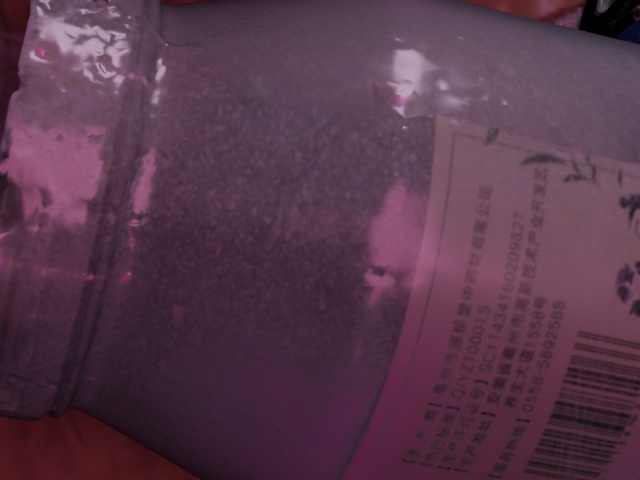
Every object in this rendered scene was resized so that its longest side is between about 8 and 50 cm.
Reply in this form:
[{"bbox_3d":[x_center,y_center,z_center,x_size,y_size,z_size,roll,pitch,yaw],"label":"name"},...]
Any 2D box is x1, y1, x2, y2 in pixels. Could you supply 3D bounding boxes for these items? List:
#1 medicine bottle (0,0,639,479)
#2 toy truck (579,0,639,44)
[{"bbox_3d":[0.000,0.000,0.549,0.290,0.245,0.245,13,81,-13],"label":"medicine bottle"},{"bbox_3d":[0.222,-0.130,0.682,0.113,0.126,0.208,23,80,-13],"label":"toy truck"}]
